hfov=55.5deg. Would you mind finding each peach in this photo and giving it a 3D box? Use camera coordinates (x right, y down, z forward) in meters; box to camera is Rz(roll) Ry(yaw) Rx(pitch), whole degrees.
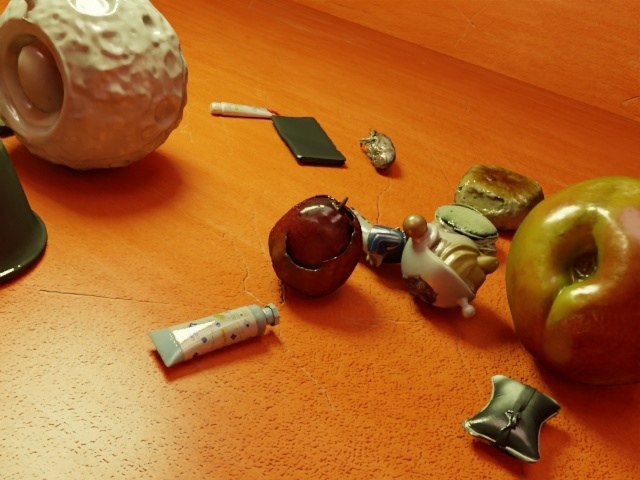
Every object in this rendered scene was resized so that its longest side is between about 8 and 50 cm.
[{"bbox_3d":[0.425,0.059,0.892,0.308,0.308,0.332,36,13,33],"label":"peach"}]

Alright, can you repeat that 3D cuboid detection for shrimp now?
[{"bbox_3d":[0.138,-0.224,1.469,0.073,0.075,0.190,-20,41,4],"label":"shrimp"}]

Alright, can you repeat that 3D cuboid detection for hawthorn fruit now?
[{"bbox_3d":[0.000,0.000,0.925,0.148,0.172,0.148,30,30,-20],"label":"hawthorn fruit"}]

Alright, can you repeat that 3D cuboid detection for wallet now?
[{"bbox_3d":[-0.035,-0.243,1.463,0.124,0.025,0.244,0,34,-23],"label":"wallet"}]

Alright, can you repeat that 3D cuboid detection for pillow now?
[{"bbox_3d":[0.244,0.224,0.772,0.091,0.055,0.135,-5,14,34],"label":"pillow"}]

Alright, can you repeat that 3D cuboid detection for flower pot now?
[{"bbox_3d":[-0.514,-0.063,0.814,0.269,0.166,0.269,9,30,-5],"label":"flower pot"}]

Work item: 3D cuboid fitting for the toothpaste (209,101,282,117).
[{"bbox_3d":[-0.186,-0.327,1.538,0.190,0.031,0.048,-1,30,-30],"label":"toothpaste"}]

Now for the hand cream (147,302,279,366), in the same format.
[{"bbox_3d":[-0.132,0.118,0.794,0.170,0.043,0.065,-12,39,-34],"label":"hand cream"}]

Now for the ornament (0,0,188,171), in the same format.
[{"bbox_3d":[-0.396,-0.294,1.087,0.337,0.337,0.337,11,30,-6],"label":"ornament"}]

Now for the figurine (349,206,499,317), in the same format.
[{"bbox_3d":[0.146,0.018,1.001,0.274,0.133,0.194,27,-10,15],"label":"figurine"}]

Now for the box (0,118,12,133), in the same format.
[{"bbox_3d":[-0.618,-0.257,1.200,0.091,0.031,0.126,41,34,1],"label":"box"}]

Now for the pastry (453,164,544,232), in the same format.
[{"bbox_3d":[0.388,-0.092,1.324,0.182,0.093,0.192,22,32,20],"label":"pastry"}]

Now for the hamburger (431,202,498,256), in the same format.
[{"bbox_3d":[0.281,-0.018,1.187,0.133,0.062,0.140,2,30,-23],"label":"hamburger"}]
